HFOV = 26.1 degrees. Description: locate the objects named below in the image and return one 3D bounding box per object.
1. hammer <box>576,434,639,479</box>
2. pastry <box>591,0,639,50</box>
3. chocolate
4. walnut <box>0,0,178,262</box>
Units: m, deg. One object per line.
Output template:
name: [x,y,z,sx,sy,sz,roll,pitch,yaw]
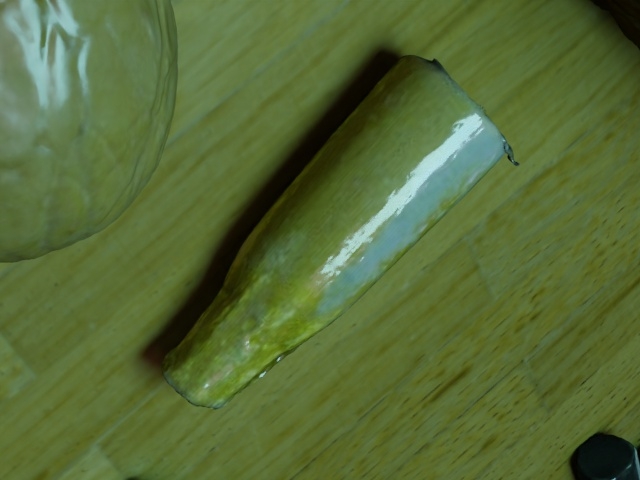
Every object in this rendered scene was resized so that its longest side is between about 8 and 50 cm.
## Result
hammer: [0.340,0.098,1.064,0.365,0.043,0.111,-38,130,-16]
pastry: [0.242,-0.140,0.672,0.164,0.356,0.356,-43,132,4]
chocolate: [0.000,0.000,0.738,0.219,0.085,0.085,-45,132,-2]
walnut: [-0.133,-0.093,0.524,0.165,0.165,0.197,-16,112,-29]
